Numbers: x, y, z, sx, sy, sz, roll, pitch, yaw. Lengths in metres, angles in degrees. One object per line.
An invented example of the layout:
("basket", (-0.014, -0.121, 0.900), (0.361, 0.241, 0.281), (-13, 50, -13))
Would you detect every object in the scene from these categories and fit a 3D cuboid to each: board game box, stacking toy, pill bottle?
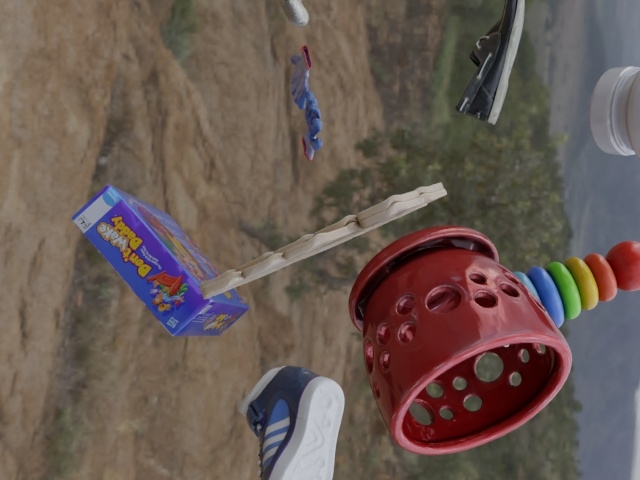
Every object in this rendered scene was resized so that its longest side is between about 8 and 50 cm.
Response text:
("board game box", (-0.244, 0.044, 1.527), (0.078, 0.233, 0.347), (-42, 172, 0))
("stacking toy", (0.436, 0.088, 1.668), (0.141, 0.330, 0.141), (161, -90, -90))
("pill bottle", (0.591, -0.193, 1.427), (0.188, 0.334, 0.188), (-8, 102, -42))

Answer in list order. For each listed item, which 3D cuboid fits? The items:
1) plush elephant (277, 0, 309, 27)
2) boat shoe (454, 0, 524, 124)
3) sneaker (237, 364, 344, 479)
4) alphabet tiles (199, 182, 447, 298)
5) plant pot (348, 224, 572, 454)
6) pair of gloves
("plush elephant", (0.012, -0.453, 1.300), (0.272, 0.330, 0.255), (59, 40, -16))
("boat shoe", (0.285, -0.312, 1.558), (0.084, 0.079, 0.233), (26, 81, -75))
("sneaker", (-0.085, 0.407, 1.875), (0.130, 0.236, 0.323), (25, 76, -35))
("alphabet tiles", (0.000, 0.000, 1.068), (0.278, 0.284, 0.021), (-21, 87, -59))
("plant pot", (0.126, 0.092, 0.947), (0.191, 0.191, 0.174), (72, -6, -52))
("pair of gloves", (-0.027, -0.240, 1.632), (0.159, 0.023, 0.198), (112, -32, -70))
